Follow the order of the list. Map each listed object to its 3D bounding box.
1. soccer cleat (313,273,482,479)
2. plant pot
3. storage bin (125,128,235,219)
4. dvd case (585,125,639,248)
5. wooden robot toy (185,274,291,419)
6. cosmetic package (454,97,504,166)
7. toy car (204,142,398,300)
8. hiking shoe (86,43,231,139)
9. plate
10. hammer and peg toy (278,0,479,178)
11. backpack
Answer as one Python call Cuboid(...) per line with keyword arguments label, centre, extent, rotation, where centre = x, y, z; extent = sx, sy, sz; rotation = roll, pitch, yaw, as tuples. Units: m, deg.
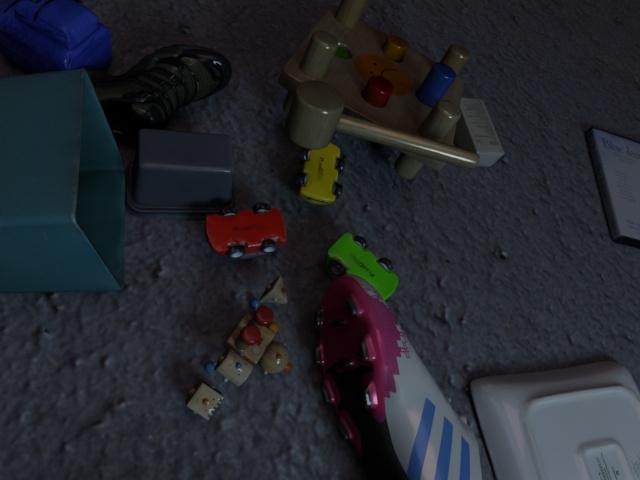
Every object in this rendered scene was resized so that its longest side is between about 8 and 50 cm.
Cuboid(label="soccer cleat", centre=(0.095, 0.194, 0.548), extent=(0.143, 0.116, 0.331), rotation=(-4, 68, -36))
Cuboid(label="plant pot", centre=(-0.329, -0.044, 0.474), extent=(0.235, 0.165, 0.165), rotation=(-5, 65, -11))
Cuboid(label="storage bin", centre=(-0.165, -0.089, 0.600), extent=(0.135, 0.091, 0.098), rotation=(1, 63, -21))
Cuboid(label="dvd case", centre=(0.601, -0.092, 0.930), extent=(0.181, 0.022, 0.252), rotation=(12, 60, -14))
Cuboid(label="wooden robot toy", centre=(-0.065, 0.124, 0.541), extent=(0.079, 0.076, 0.173), rotation=(40, 57, -10))
Cuboid(label="cosmetic package", centre=(0.260, -0.184, 0.839), extent=(0.060, 0.041, 0.115), rotation=(0, 64, -21))
Cuboid(label="toy car", centre=(0.000, 0.000, 0.638), extent=(0.225, 0.053, 0.239), rotation=(43, 58, 5))
Cuboid(label="hiking shoe", centre=(-0.208, -0.173, 0.624), extent=(0.227, 0.086, 0.114), rotation=(-24, 60, -19))
Cuboid(label="plate", centre=(0.347, 0.294, 0.618), extent=(0.278, 0.045, 0.277), rotation=(0, 63, -21))
Cuboid(label="hammer and peg toy", centre=(0.081, -0.197, 0.698), extent=(0.266, 0.127, 0.361), rotation=(27, 47, -6))
Cuboid(label="backpack", centre=(-0.340, -0.263, 0.622), extent=(0.120, 0.101, 0.098), rotation=(28, 51, -1))
